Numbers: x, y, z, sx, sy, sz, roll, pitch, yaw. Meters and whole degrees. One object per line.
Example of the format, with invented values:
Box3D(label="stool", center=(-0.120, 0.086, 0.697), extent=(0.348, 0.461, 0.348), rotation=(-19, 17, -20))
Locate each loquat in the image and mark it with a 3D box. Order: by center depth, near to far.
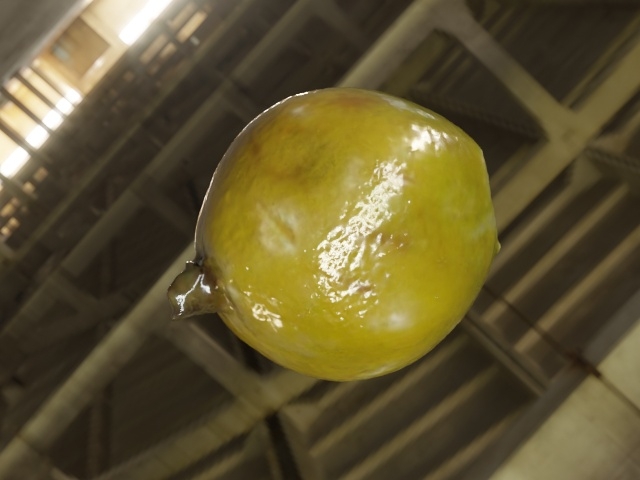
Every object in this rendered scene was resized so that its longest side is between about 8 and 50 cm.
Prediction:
Box3D(label="loquat", center=(0.000, 0.000, 0.933), extent=(0.246, 0.213, 0.213), rotation=(-20, -176, -20))
